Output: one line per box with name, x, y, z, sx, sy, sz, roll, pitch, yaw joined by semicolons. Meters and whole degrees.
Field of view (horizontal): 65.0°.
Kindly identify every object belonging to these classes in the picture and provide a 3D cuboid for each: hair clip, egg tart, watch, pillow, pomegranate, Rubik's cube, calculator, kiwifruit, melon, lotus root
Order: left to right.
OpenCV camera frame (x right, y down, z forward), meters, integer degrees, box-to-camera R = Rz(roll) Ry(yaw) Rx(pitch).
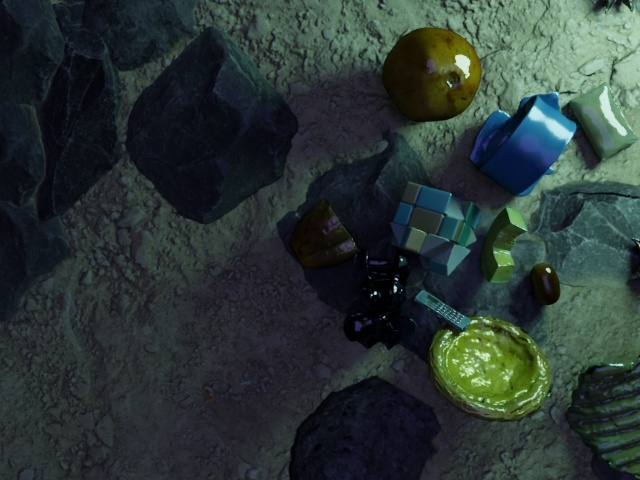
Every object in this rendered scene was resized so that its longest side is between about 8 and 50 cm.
lotus root;0.001;0.001;1.433;0.180;0.199;0.188;-33;83;0
hair clip;0.167;0.179;1.378;0.195;0.206;0.310;3;127;8
pomegranate;0.293;-0.446;1.366;0.265;0.264;0.264;0;93;4
Rubik's cube;0.309;-0.027;1.401;0.225;0.265;0.212;20;93;30
calculator;0.354;0.203;1.462;0.172;0.057;0.018;33;138;25
egg tart;0.463;0.366;1.400;0.346;0.345;0.132;0;132;4
melon;0.523;0.013;1.437;0.064;0.118;0.209;14;106;-10
watch;0.565;-0.273;1.339;0.242;0.274;0.305;35;100;3
kiwifruit;0.650;0.126;1.453;0.076;0.075;0.124;-11;88;5
pillow;0.806;-0.334;1.428;0.119;0.053;0.208;-29;87;3

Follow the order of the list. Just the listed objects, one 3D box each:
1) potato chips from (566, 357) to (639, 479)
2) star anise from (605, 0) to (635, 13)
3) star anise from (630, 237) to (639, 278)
potato chips;0.921;0.492;1.436;0.390;0.097;0.372;-2;98;3
star anise;0.845;-0.738;1.401;0.183;0.065;0.195;-34;86;4
star anise;1.027;0.034;1.446;0.228;0.218;0.148;0;56;-34
